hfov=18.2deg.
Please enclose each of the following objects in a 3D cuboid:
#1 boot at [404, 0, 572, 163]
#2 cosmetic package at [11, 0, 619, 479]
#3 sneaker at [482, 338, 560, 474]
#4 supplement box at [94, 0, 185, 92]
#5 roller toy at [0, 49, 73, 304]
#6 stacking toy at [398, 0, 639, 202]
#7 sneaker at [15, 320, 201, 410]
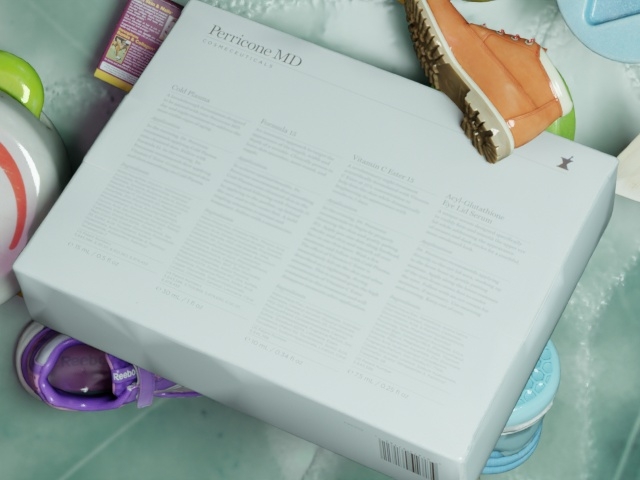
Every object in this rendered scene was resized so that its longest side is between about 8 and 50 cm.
[{"bbox_3d":[0.125,-0.141,1.522,0.085,0.059,0.158,-29,75,-12],"label":"boot"},{"bbox_3d":[0.000,0.000,1.534,0.377,0.097,0.284,23,65,17],"label":"cosmetic package"},{"bbox_3d":[0.076,0.066,1.666,0.127,0.208,0.319,-28,62,-12],"label":"sneaker"},{"bbox_3d":[-0.146,-0.164,1.658,0.055,0.043,0.083,27,98,-5],"label":"supplement box"},{"bbox_3d":[-0.300,-0.035,1.621,0.191,0.146,0.209,-16,99,1],"label":"roller toy"},{"bbox_3d":[0.172,-0.152,1.559,0.309,0.130,0.279,11,107,32],"label":"stacking toy"},{"bbox_3d":[-0.140,0.098,1.668,0.236,0.104,0.095,-10,97,-1],"label":"sneaker"}]
